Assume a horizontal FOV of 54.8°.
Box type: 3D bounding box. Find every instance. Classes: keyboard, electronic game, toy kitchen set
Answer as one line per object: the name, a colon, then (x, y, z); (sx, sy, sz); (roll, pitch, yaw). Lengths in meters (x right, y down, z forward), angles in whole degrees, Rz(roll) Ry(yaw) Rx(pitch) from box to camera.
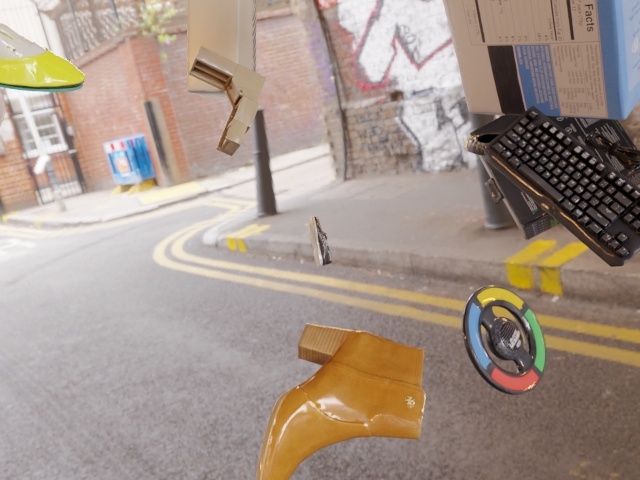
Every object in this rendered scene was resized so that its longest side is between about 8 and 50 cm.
keyboard: (0.263, -0.068, 0.615); (0.108, 0.180, 0.023); (-39, -25, -5)
electronic game: (0.381, 0.202, 1.274); (0.229, 0.229, 0.048); (-23, -7, -38)
toy kitchen set: (-0.110, -0.136, 0.642); (0.075, 0.083, 0.068); (23, -22, -17)

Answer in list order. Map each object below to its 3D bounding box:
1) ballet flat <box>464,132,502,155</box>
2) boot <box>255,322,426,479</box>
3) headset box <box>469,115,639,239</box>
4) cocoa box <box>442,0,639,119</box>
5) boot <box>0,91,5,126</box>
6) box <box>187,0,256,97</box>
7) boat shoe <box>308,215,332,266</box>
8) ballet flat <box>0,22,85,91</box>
ballet flat: (0.301, -0.171, 1.020); (0.057, 0.049, 0.173); (-35, 19, -22)
boot: (0.040, 0.267, 0.911); (0.211, 0.104, 0.295); (15, 62, 10)
headset box: (0.488, -0.169, 1.311); (0.283, 0.246, 0.131); (-29, -22, 13)
cocoa box: (0.364, -0.352, 0.842); (0.228, 0.231, 0.347); (16, 51, 44)
boot: (-0.247, -0.078, 0.368); (0.190, 0.069, 0.086); (-16, 46, 26)
box: (-0.188, -0.418, 1.189); (0.113, 0.274, 0.094); (4, 7, 16)
boat shoe: (0.000, 0.000, 1.512); (0.038, 0.125, 0.046); (-9, -8, -22)
ballet flat: (-0.409, -0.225, 0.747); (0.231, 0.077, 0.077); (1, 31, -7)
